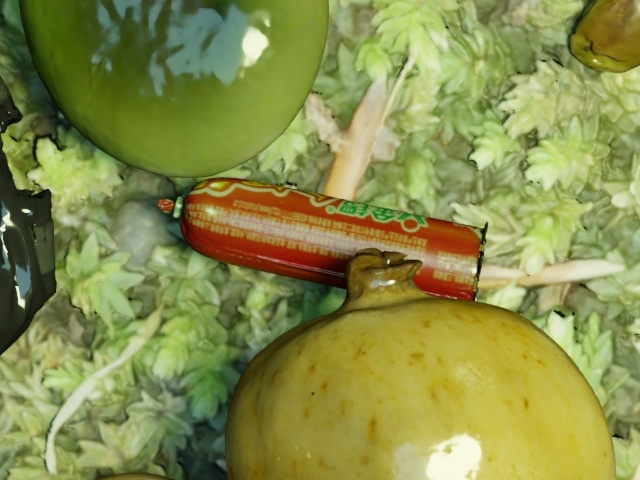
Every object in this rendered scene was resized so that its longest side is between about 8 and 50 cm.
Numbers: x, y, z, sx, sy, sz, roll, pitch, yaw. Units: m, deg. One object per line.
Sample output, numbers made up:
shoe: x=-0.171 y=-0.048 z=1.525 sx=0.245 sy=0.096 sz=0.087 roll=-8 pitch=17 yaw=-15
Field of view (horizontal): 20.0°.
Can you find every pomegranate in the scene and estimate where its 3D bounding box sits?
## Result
pomegranate: x=0.073 y=0.175 z=1.329 sx=0.307 sy=0.307 sz=0.307 roll=0 pitch=91 yaw=2

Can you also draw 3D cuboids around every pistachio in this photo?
pistachio: x=0.269 y=-0.202 z=1.427 sx=0.173 sy=0.049 sz=0.089 roll=-38 pitch=89 yaw=2

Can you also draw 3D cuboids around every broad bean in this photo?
broad bean: x=-0.116 y=-0.193 z=1.404 sx=0.238 sy=0.119 sz=0.291 roll=-20 pitch=91 yaw=-1

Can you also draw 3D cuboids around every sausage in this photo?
sausage: x=0.000 y=0.000 z=1.425 sx=0.264 sy=0.083 sz=0.083 roll=12 pitch=91 yaw=2

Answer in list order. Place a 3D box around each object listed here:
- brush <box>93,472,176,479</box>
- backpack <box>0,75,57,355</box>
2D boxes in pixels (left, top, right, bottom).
brush: x=-0.148 y=0.316 z=1.393 sx=0.174 sy=0.166 sz=0.267 roll=-2 pitch=93 yaw=2
backpack: x=-0.414 y=0.015 z=1.356 sx=0.445 sy=0.255 sz=0.363 roll=-16 pitch=90 yaw=16
